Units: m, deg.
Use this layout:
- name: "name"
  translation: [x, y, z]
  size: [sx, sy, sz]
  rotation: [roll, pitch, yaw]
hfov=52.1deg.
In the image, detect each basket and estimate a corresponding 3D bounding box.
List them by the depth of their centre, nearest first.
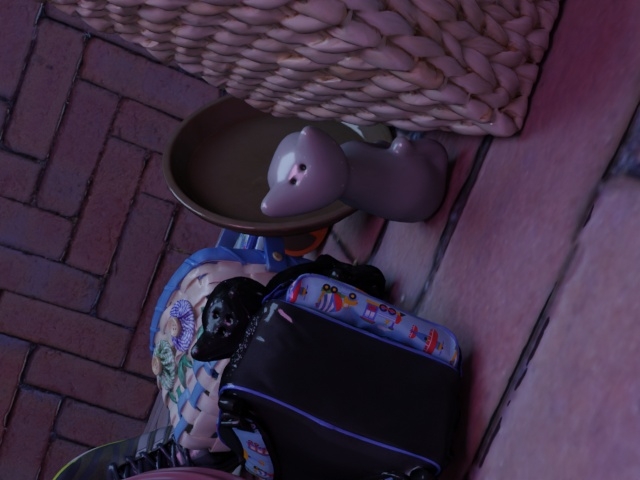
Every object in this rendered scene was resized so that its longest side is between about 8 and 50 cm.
- name: "basket"
  translation: [-0.014, -0.259, 0.503]
  size: [0.331, 0.328, 0.266]
  rotation: [18, 90, 46]
- name: "basket"
  translation: [-0.099, 0.086, 0.804]
  size: [0.289, 0.201, 0.255]
  rotation: [-102, 32, -48]

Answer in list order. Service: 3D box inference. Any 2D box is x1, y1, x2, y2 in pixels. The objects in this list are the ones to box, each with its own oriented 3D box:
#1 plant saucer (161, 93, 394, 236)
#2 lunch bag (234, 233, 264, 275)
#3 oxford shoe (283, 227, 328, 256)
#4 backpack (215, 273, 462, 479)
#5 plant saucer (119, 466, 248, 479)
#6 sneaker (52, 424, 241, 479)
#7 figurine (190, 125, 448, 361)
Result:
- name: "plant saucer"
  translation: [-0.049, -0.099, 0.790]
  size: [0.278, 0.277, 0.041]
  rotation: [-84, -6, -45]
- name: "lunch bag"
  translation: [-0.108, 0.034, 1.137]
  size: [0.219, 0.090, 0.176]
  rotation: [152, 136, -76]
- name: "oxford shoe"
  translation: [-0.003, -0.163, 0.960]
  size: [0.133, 0.130, 0.364]
  rotation: [-103, 35, -77]
- name: "backpack"
  translation: [0.005, 0.123, 0.475]
  size: [0.173, 0.158, 0.117]
  rotation: [110, -179, -57]
- name: "plant saucer"
  translation: [-0.149, 0.312, 0.469]
  size: [0.332, 0.332, 0.084]
  rotation: [-84, -22, -45]
- name: "sneaker"
  translation: [-0.199, 0.279, 0.832]
  size: [0.121, 0.300, 0.111]
  rotation: [-41, 71, 41]
- name: "figurine"
  translation: [0.000, 0.000, 0.548]
  size: [0.209, 0.092, 0.215]
  rotation: [-6, -53, -57]
